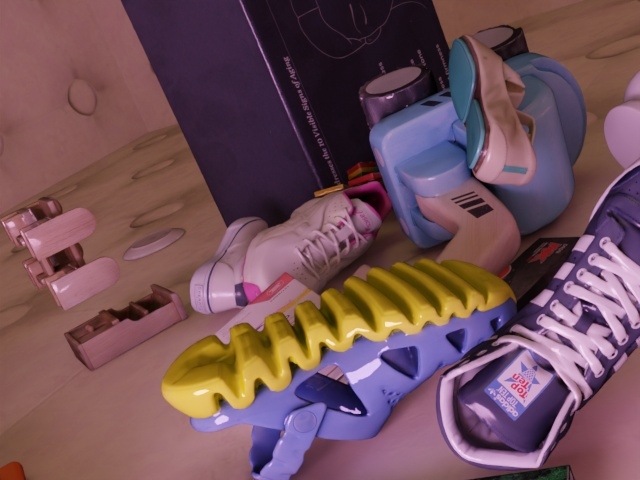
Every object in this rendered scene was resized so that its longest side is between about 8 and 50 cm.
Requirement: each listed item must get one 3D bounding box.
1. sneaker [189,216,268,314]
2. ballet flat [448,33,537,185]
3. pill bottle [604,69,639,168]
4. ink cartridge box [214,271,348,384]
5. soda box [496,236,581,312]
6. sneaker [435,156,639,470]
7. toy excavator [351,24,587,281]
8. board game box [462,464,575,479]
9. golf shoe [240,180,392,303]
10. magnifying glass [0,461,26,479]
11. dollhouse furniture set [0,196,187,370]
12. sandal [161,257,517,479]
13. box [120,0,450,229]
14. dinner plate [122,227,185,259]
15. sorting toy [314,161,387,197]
[{"bbox_3d":[-0.107,0.040,1.279,0.091,0.094,0.258,4,27,13],"label":"sneaker"},{"bbox_3d":[0.194,-0.147,0.959,0.086,0.086,0.248,-17,41,17],"label":"ballet flat"},{"bbox_3d":[0.482,-0.177,1.062,0.264,0.146,0.146,-28,18,-16],"label":"pill bottle"},{"bbox_3d":[-0.032,0.112,0.927,0.115,0.067,0.198,-42,21,-9],"label":"ink cartridge box"},{"bbox_3d":[0.206,0.058,0.857,0.169,0.053,0.060,-35,21,-36],"label":"soda box"},{"bbox_3d":[0.184,0.055,0.603,0.153,0.099,0.282,-27,-26,-51],"label":"sneaker"},{"bbox_3d":[0.183,-0.065,1.044,0.432,0.222,0.445,-26,26,-8],"label":"toy excavator"},{"bbox_3d":[0.047,0.225,0.595,0.259,0.030,0.136,-16,16,21],"label":"board game box"},{"bbox_3d":[0.000,0.000,1.151,0.140,0.115,0.306,-29,13,32],"label":"golf shoe"},{"bbox_3d":[-0.308,0.281,0.877,0.092,0.026,0.231,-28,17,-18],"label":"magnifying glass"},{"bbox_3d":[-0.329,0.039,1.260,0.161,0.242,0.212,-30,19,-23],"label":"dollhouse furniture set"},{"bbox_3d":[0.028,0.116,0.768,0.317,0.138,0.126,-20,18,0],"label":"sandal"},{"bbox_3d":[-0.020,-0.330,1.586,0.297,0.480,0.471,-8,22,44],"label":"box"},{"bbox_3d":[-0.349,0.002,1.785,0.141,0.017,0.141,-19,18,6],"label":"dinner plate"},{"bbox_3d":[0.100,-0.106,1.349,0.132,0.046,0.274,-18,-6,40],"label":"sorting toy"}]
